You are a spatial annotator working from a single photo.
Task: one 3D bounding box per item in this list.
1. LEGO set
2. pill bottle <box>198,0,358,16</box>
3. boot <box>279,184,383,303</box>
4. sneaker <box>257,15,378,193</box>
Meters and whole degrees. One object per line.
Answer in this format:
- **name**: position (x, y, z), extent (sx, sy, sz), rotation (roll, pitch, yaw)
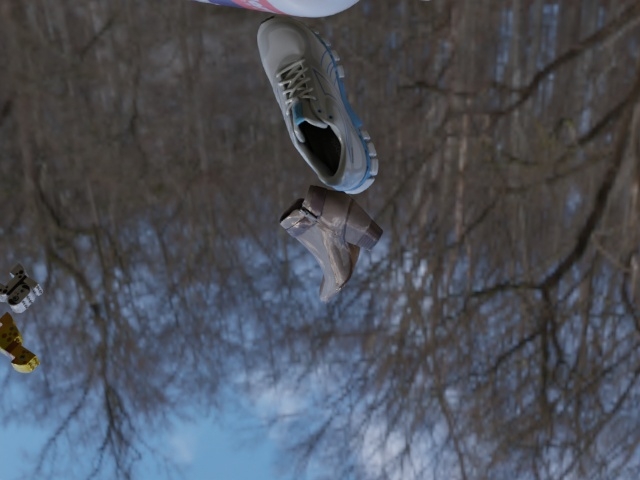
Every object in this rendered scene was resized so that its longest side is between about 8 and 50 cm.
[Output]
- **LEGO set**: position (-0.441, 0.152, 1.624), extent (0.093, 0.087, 0.227), rotation (28, -116, 27)
- **pill bottle**: position (-0.029, -0.155, 0.524), extent (0.193, 0.108, 0.108), rotation (15, -138, 33)
- **boot**: position (0.000, 0.000, 1.140), extent (0.087, 0.118, 0.042), rotation (29, -148, -11)
- **sneaker**: position (-0.010, -0.132, 1.147), extent (0.071, 0.190, 0.083), rotation (-31, 173, 21)
